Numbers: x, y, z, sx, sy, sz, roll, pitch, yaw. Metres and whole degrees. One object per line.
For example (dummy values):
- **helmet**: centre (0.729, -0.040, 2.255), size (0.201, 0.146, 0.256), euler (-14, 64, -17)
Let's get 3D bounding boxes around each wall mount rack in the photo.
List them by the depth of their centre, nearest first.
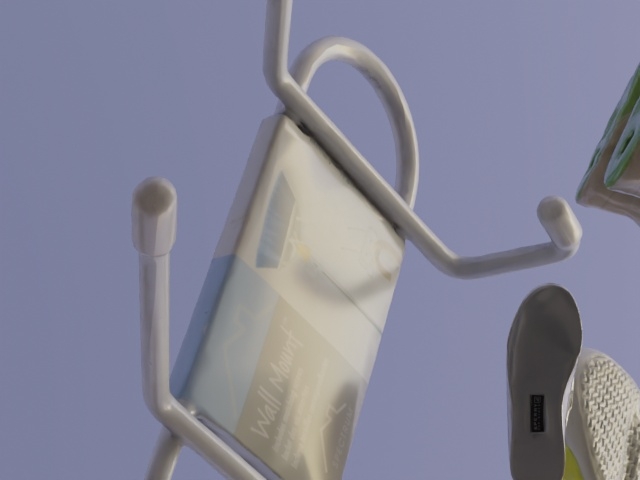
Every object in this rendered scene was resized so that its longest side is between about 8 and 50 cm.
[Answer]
- **wall mount rack**: centre (0.000, 0.000, 0.924), size (0.304, 0.130, 0.350), euler (46, -134, -35)

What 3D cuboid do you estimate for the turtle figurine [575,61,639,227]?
- **turtle figurine**: centre (0.265, -0.027, 0.852), size (0.266, 0.198, 0.275), euler (26, -59, 0)

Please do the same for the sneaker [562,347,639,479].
- **sneaker**: centre (0.128, 0.168, 1.093), size (0.091, 0.126, 0.240), euler (-42, -57, -47)

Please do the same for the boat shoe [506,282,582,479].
- **boat shoe**: centre (0.105, 0.070, 0.942), size (0.035, 0.035, 0.100), euler (1, -90, 2)
